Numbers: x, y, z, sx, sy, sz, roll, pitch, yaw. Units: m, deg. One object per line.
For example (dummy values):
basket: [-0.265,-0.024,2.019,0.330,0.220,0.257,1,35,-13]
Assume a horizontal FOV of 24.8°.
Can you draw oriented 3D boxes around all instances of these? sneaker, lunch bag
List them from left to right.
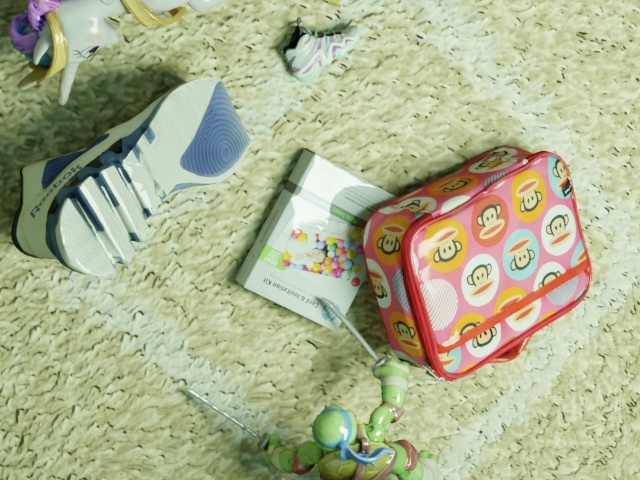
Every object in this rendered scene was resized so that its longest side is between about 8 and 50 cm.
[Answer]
sneaker: [-0.239,-0.076,1.634,0.315,0.182,0.127,-45,122,-39]
sneaker: [-0.004,-0.242,1.733,0.098,0.038,0.069,-40,116,-9]
lunch bag: [0.204,0.041,1.833,0.293,0.120,0.258,-29,114,-29]

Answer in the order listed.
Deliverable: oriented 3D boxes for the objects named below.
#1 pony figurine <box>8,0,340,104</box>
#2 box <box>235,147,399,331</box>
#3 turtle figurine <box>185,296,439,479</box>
pony figurine: [-0.187,-0.328,1.510,0.363,0.303,0.351,-22,135,-7]
box: [0.000,0.000,1.802,0.145,0.038,0.186,28,93,-27]
turtle figurine: [0.031,0.228,1.823,0.198,0.274,0.266,-52,142,-15]
